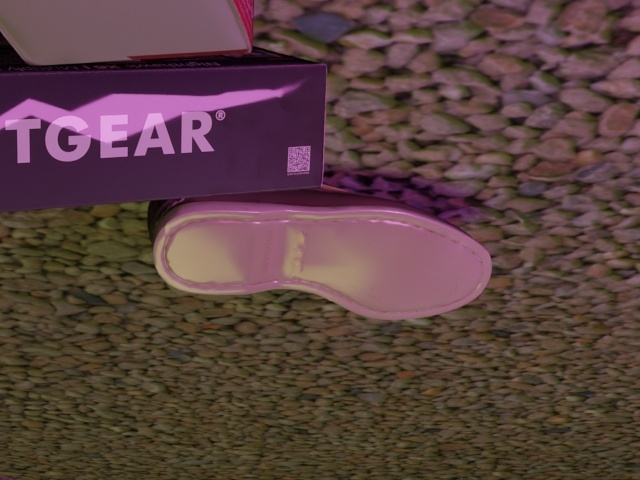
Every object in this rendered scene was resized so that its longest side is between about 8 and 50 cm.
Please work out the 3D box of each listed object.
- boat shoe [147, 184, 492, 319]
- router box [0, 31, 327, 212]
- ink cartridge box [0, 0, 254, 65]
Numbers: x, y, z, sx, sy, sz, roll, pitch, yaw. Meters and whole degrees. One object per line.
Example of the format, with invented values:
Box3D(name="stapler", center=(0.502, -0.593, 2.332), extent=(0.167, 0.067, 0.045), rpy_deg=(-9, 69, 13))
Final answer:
Box3D(name="boat shoe", center=(0.000, 0.000, 1.252), extent=(0.325, 0.096, 0.116), rpy_deg=(5, 117, -17))
Box3D(name="router box", center=(-0.186, -0.083, 0.834), extent=(0.309, 0.081, 0.243), rpy_deg=(-5, -164, -28))
Box3D(name="ink cartridge box", center=(-0.104, -0.197, 0.681), extent=(0.128, 0.176, 0.127), rpy_deg=(-2, 160, 10))
